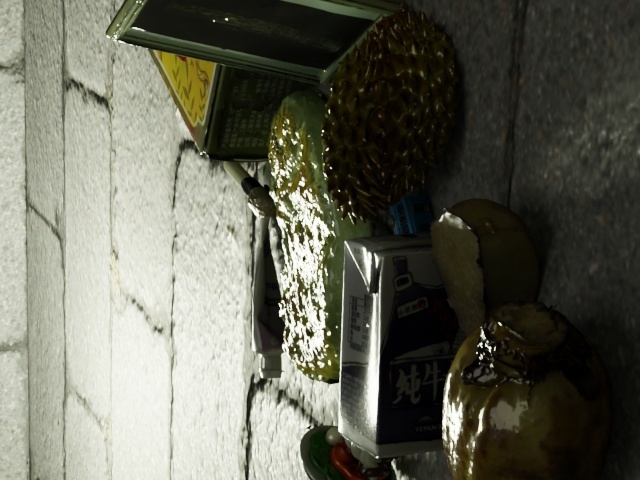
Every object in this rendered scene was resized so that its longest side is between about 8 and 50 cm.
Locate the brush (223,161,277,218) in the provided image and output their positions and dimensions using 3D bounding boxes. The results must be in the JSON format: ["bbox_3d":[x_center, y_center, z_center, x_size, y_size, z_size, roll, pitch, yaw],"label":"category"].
[{"bbox_3d":[-0.103,-0.084,1.989,0.042,0.039,0.299,51,180,-22],"label":"brush"}]

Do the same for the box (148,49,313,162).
[{"bbox_3d":[-0.114,-0.376,1.892,0.373,0.138,0.420,59,143,44],"label":"box"}]

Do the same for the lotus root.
[{"bbox_3d":[0.190,0.176,1.328,0.169,0.141,0.314,-120,26,-47],"label":"lotus root"}]

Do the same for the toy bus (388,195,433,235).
[{"bbox_3d":[0.106,-0.006,1.593,0.046,0.038,0.083,-38,58,55],"label":"toy bus"}]

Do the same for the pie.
[{"bbox_3d":[0.000,0.000,1.743,0.296,0.078,0.371,-148,55,-73],"label":"pie"}]

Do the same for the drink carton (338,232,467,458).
[{"bbox_3d":[0.099,0.106,1.515,0.102,0.134,0.222,-157,66,-65],"label":"drink carton"}]

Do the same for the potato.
[{"bbox_3d":[0.173,0.024,1.424,0.100,0.089,0.172,42,151,50],"label":"potato"}]

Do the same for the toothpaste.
[{"bbox_3d":[-0.071,0.040,1.972,0.075,0.048,0.301,70,-162,-80],"label":"toothpaste"}]

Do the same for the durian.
[{"bbox_3d":[0.079,-0.140,1.557,0.139,0.144,0.252,-26,-62,-83],"label":"durian"}]

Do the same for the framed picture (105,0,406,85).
[{"bbox_3d":[-0.080,-0.251,1.658,0.231,0.293,0.018,142,133,-61],"label":"framed picture"}]

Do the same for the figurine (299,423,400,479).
[{"bbox_3d":[0.059,0.215,1.657,0.153,0.132,0.132,-61,39,30],"label":"figurine"}]
